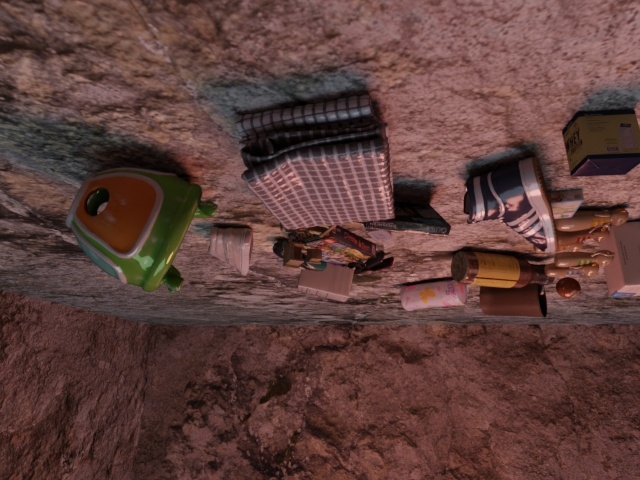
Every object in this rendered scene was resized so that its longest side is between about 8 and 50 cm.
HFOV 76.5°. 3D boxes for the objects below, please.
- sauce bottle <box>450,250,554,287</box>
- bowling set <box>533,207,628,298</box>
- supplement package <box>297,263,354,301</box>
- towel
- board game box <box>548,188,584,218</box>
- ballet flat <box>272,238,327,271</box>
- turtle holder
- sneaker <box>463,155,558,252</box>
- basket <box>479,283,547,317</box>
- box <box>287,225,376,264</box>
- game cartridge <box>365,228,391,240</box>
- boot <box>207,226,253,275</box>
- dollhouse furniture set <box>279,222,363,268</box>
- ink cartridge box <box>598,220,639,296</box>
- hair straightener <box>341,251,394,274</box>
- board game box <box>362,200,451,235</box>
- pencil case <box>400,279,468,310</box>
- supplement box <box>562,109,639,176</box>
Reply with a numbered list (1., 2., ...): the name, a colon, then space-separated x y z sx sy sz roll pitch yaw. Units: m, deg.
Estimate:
1. sauce bottle: 0.596 0.101 1.318 0.344 0.111 0.111 7 160 -16
2. bowling set: 0.674 0.050 1.048 0.154 0.200 0.287 -5 164 14
3. supplement package: 0.016 0.140 1.427 0.179 0.105 0.105 14 162 -1
4. towel: 0.009 -0.111 0.709 0.235 0.121 0.284 -4 160 13
5. board game box: 0.501 -0.076 0.931 0.154 0.026 0.103 -5 160 16
6. ballet flat: -0.069 0.049 1.268 0.074 0.074 0.203 -16 149 41
7. turtle holder: -0.359 -0.042 0.831 0.227 0.243 0.320 24 -166 -19
8. sneaker: 0.395 -0.055 0.846 0.153 0.099 0.282 -14 141 31
9. basket: 0.786 0.239 1.667 0.227 0.154 0.204 -8 159 35
10. box: 0.037 0.017 1.202 0.159 0.044 0.233 -13 157 37
11. game cartridge: 0.167 -0.019 1.134 0.056 0.017 0.083 -5 161 27
12. boot: -0.267 0.027 1.203 0.123 0.095 0.258 10 152 -7
13. dollhouse furniture set: 0.000 0.000 0.972 0.182 0.161 0.101 9 160 -20
14. ink cartridge box: 0.883 0.045 1.045 0.232 0.168 0.171 -7 160 22
15. hair straightener: 0.145 0.074 1.393 0.089 0.047 0.230 30 156 -24
16. board game box: 0.175 -0.054 0.892 0.186 0.026 0.126 5 -154 -10
17. pencil case: 0.471 0.227 1.696 0.273 0.113 0.124 -15 164 40
18. supplement box: 0.435 -0.149 0.627 0.083 0.083 0.056 -1 161 6
